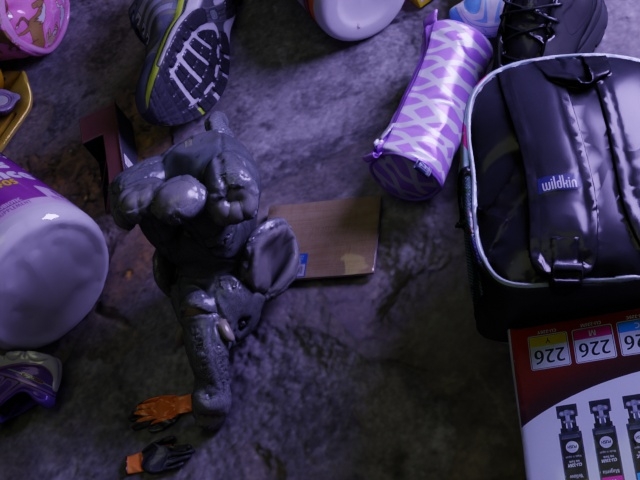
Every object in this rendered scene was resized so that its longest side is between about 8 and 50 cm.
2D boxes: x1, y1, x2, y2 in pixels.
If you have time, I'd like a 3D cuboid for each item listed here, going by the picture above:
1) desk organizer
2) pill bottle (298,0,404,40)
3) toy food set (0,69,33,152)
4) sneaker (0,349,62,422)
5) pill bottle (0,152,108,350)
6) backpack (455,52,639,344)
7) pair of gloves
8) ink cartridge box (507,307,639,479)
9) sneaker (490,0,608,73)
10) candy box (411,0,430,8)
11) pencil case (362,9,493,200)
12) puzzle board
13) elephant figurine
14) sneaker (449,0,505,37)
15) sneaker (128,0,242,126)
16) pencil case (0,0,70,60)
[{"bbox_3d":[-0.249,-0.098,1.306,0.050,0.047,0.130,-23,50,8],"label":"desk organizer"},{"bbox_3d":[0.003,-0.345,1.330,0.121,0.121,0.221,-33,51,-2],"label":"pill bottle"},{"bbox_3d":[-0.463,-0.154,1.418,0.128,0.071,0.217,12,62,29],"label":"toy food set"},{"bbox_3d":[-0.352,0.159,1.154,0.170,0.068,0.071,-10,63,18],"label":"sneaker"},{"bbox_3d":[-0.386,-0.017,1.224,0.302,0.169,0.169,30,72,35],"label":"pill bottle"},{"bbox_3d":[0.228,-0.036,0.963,0.225,0.191,0.253,-5,60,1],"label":"backpack"},{"bbox_3d":[-0.158,0.190,1.084,0.074,0.010,0.083,-14,53,13],"label":"pair of gloves"},{"bbox_3d":[0.315,0.184,0.817,0.310,0.130,0.271,-12,54,14],"label":"ink cartridge box"},{"bbox_3d":[0.213,-0.187,1.126,0.109,0.130,0.286,8,61,25],"label":"sneaker"},{"bbox_3d":[0.106,-0.371,1.368,0.105,0.027,0.206,-38,51,-2],"label":"candy box"},{"bbox_3d":[0.113,-0.138,1.157,0.088,0.086,0.206,31,60,-12],"label":"pencil case"},{"bbox_3d":[0.000,0.000,1.156,0.128,0.011,0.096,-5,56,20],"label":"puzzle board"},{"bbox_3d":[-0.106,0.027,1.098,0.186,0.239,0.169,-29,29,-19],"label":"elephant figurine"},{"bbox_3d":[0.203,-0.331,1.260,0.086,0.085,0.237,8,59,17],"label":"sneaker"},{"bbox_3d":[-0.180,-0.252,1.365,0.121,0.111,0.300,-12,46,27],"label":"sneaker"},{"bbox_3d":[-0.531,-0.318,1.511,0.386,0.160,0.167,1,80,23],"label":"pencil case"}]
